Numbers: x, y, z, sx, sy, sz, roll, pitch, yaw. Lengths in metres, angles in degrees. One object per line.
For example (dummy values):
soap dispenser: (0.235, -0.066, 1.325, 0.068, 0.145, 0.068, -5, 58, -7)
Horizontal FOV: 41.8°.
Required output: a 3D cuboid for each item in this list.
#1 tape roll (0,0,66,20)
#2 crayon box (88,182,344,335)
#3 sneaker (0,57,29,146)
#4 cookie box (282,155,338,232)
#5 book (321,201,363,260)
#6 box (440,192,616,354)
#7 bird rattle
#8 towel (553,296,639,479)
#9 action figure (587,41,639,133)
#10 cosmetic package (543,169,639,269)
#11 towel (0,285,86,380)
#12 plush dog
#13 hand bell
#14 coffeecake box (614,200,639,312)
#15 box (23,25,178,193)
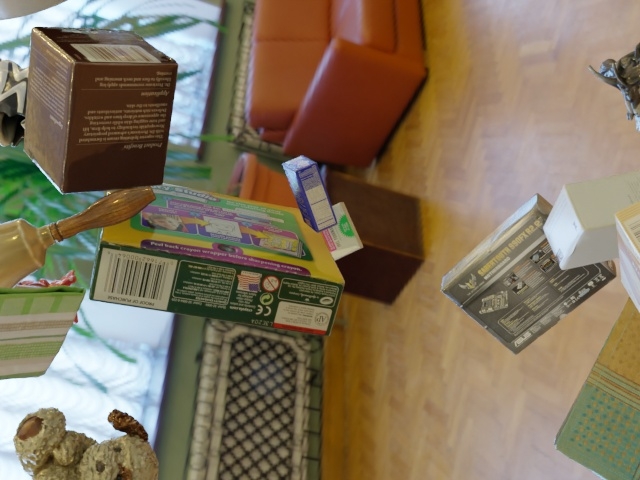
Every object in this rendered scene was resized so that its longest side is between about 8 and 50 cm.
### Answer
tape roll: (-0.514, -0.521, 1.418, 0.072, 0.391, 0.392, 80, -169, -53)
crayon box: (-0.173, 0.015, 1.348, 0.313, 0.362, 0.106, -117, 41, -66)
sneaker: (-0.578, -0.242, 1.511, 0.094, 0.234, 0.153, 69, -142, -53)
cookie box: (-0.017, -0.075, 1.342, 0.092, 0.040, 0.107, -140, 29, -70)
book: (0.000, 0.000, 1.621, 0.096, 0.144, 0.035, 66, -160, 7)
box: (0.347, 0.061, 1.415, 0.231, 0.183, 0.056, -46, 8, 28)
bird rattle: (-0.571, 0.097, 1.529, 0.207, 0.253, 0.143, -4, -67, -87)
towel: (0.535, 0.222, 1.244, 0.271, 0.040, 0.370, 33, 107, 42)
action figure: (0.522, -0.229, 1.221, 0.164, 0.275, 0.141, 180, 77, -69)
cosmetic package: (0.452, -0.039, 1.206, 0.117, 0.230, 0.086, 95, 163, -58)
towel: (-0.323, 0.098, 0.886, 0.152, 0.113, 0.023, -54, 52, 34)
plush dog: (-0.395, 0.424, 1.474, 0.211, 0.225, 0.263, 75, -177, -60)
hand bell: (-0.322, -0.014, 1.049, 0.126, 0.241, 0.126, 156, 90, -85)
coffeecake box: (0.332, 0.052, 0.754, 0.185, 0.068, 0.142, 45, -161, -60)
box: (-0.336, -0.200, 1.270, 0.167, 0.168, 0.203, 38, 124, 41)
